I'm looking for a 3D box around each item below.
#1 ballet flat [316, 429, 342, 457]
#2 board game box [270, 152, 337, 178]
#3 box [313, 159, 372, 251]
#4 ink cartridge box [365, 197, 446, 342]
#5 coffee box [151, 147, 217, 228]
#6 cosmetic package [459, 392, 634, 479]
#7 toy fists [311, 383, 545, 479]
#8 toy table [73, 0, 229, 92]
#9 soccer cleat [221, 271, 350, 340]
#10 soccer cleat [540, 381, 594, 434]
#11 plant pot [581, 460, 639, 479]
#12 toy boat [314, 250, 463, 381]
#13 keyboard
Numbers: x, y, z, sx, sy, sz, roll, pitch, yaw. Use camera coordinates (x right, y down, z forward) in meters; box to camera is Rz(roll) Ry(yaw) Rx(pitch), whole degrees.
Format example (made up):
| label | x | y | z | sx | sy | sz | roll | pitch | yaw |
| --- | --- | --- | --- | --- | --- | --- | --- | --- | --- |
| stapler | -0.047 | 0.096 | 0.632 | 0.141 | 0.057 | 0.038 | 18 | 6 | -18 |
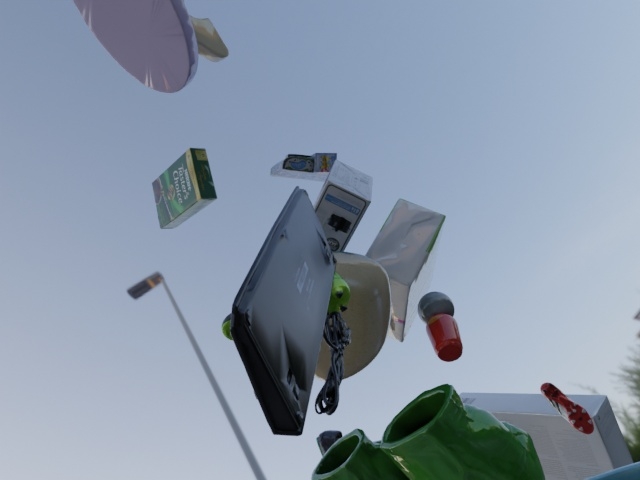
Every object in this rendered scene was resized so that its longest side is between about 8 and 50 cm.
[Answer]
| label | x | y | z | sx | sy | sz | roll | pitch | yaw |
| --- | --- | --- | --- | --- | --- | --- | --- | --- | --- |
| ballet flat | 0.052 | 0.498 | 1.029 | 0.074 | 0.203 | 0.074 | -16 | -28 | -9 |
| board game box | -0.034 | -0.226 | 1.474 | 0.194 | 0.194 | 0.060 | 4 | -93 | -21 |
| box | 0.000 | 0.000 | 0.980 | 0.087 | 0.169 | 0.289 | 25 | -65 | -4 |
| ink cartridge box | 0.190 | 0.098 | 1.165 | 0.207 | 0.119 | 0.353 | -57 | -22 | -28 |
| coffee box | -0.287 | -0.105 | 1.015 | 0.041 | 0.113 | 0.184 | -4 | -14 | -45 |
| cosmetic package | 0.519 | 0.509 | 1.156 | 0.098 | 0.377 | 0.284 | -23 | -88 | -40 |
| toy fists | 0.113 | 0.260 | 0.542 | 0.279 | 0.142 | 0.096 | -47 | -3 | 41 |
| toy table | -0.264 | -0.394 | 0.786 | 0.160 | 0.252 | 0.274 | -58 | -44 | -46 |
| soccer cleat | -0.047 | 0.089 | 0.663 | 0.179 | 0.072 | 0.060 | -17 | -59 | -11 |
| soccer cleat | 0.343 | 0.233 | 0.682 | 0.029 | 0.083 | 0.035 | -43 | -35 | -2 |
| plant pot | 0.138 | 0.224 | 0.126 | 0.272 | 0.255 | 0.271 | -19 | -22 | -8 |
| toy boat | 0.089 | 0.135 | 0.861 | 0.319 | 0.148 | 0.267 | 7 | -59 | -5 |
| keyboard | -0.016 | 0.075 | 0.518 | 0.033 | 0.317 | 0.201 | -18 | -70 | 15 |
